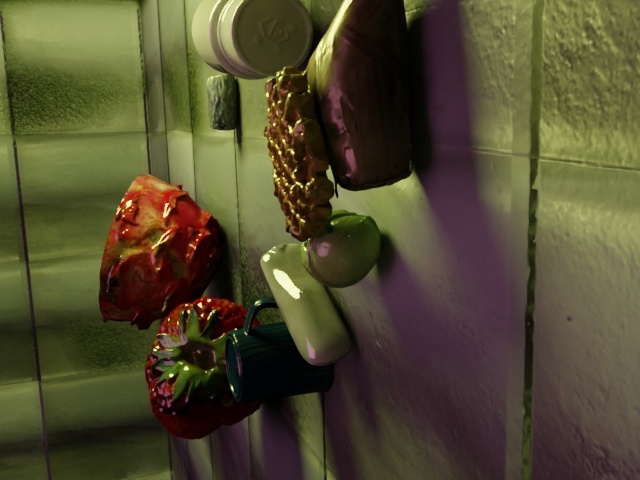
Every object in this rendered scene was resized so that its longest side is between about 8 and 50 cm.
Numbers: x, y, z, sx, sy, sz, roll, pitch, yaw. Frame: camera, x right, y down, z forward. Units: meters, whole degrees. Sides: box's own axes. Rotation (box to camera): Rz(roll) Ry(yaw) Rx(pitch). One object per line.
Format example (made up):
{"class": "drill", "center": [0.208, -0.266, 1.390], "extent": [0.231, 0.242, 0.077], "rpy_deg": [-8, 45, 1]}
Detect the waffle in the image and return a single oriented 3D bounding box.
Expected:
{"class": "waffle", "center": [-0.026, -0.090, 0.755], "extent": [0.191, 0.038, 0.191], "rpy_deg": [170, 90, -77]}

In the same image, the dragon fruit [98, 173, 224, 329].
{"class": "dragon fruit", "center": [-0.362, 0.040, 1.655], "extent": [0.386, 0.249, 0.370], "rpy_deg": [99, -174, -65]}

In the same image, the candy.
{"class": "candy", "center": [0.000, 0.000, 0.932], "extent": [0.335, 0.092, 0.092], "rpy_deg": [-157, 72, -77]}

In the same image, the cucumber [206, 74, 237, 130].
{"class": "cucumber", "center": [-0.196, -0.279, 1.415], "extent": [0.064, 0.064, 0.111], "rpy_deg": [-155, 59, -67]}

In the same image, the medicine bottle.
{"class": "medicine bottle", "center": [-0.102, -0.307, 1.029], "extent": [0.237, 0.139, 0.139], "rpy_deg": [-145, 53, -63]}

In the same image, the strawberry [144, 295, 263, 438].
{"class": "strawberry", "center": [-0.206, 0.243, 1.334], "extent": [0.288, 0.250, 0.238], "rpy_deg": [64, -174, -71]}

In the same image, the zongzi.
{"class": "zongzi", "center": [0.055, -0.166, 0.694], "extent": [0.197, 0.099, 0.194], "rpy_deg": [122, 139, -53]}

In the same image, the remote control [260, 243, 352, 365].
{"class": "remote control", "center": [-0.024, 0.081, 0.982], "extent": [0.044, 0.073, 0.229], "rpy_deg": [77, 169, -47]}

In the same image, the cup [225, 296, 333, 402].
{"class": "cup", "center": [-0.068, 0.162, 1.047], "extent": [0.113, 0.138, 0.150], "rpy_deg": [143, 119, -67]}
